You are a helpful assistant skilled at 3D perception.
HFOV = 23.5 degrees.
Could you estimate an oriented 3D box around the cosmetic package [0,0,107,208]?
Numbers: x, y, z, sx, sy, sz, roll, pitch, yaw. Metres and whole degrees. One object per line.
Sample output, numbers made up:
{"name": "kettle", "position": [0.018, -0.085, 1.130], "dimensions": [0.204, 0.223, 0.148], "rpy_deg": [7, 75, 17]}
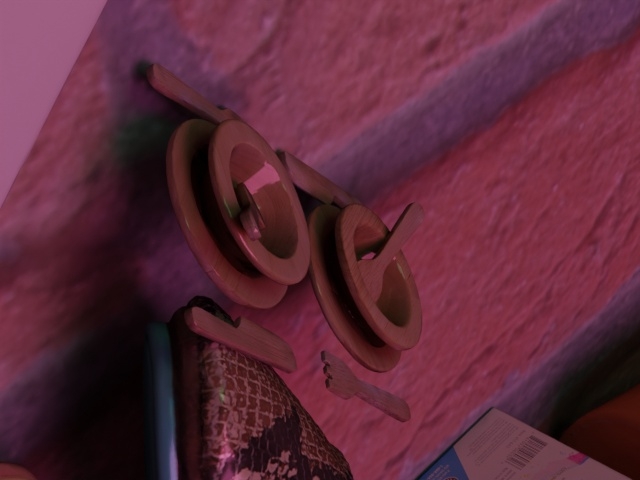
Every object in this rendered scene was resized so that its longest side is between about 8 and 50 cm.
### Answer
{"name": "cosmetic package", "position": [-0.230, 0.015, 0.411], "dimensions": [0.197, 0.155, 0.365], "rpy_deg": [25, 93, -51]}

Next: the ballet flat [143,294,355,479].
{"name": "ballet flat", "position": [-0.026, 0.248, 0.759], "dimensions": [0.182, 0.164, 0.482], "rpy_deg": [6, 113, -11]}

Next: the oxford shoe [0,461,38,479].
{"name": "oxford shoe", "position": [-0.143, 0.287, 0.671], "dimensions": [0.140, 0.146, 0.397], "rpy_deg": [-13, 120, -43]}

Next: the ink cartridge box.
{"name": "ink cartridge box", "position": [0.137, 0.186, 0.937], "dimensions": [0.092, 0.143, 0.090], "rpy_deg": [-38, 135, -28]}

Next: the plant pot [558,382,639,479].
{"name": "plant pot", "position": [0.284, 0.195, 1.030], "dimensions": [0.203, 0.291, 0.291], "rpy_deg": [-7, 117, -28]}

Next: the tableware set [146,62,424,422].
{"name": "tableware set", "position": [0.000, 0.000, 0.694], "dimensions": [0.039, 0.128, 0.194], "rpy_deg": [-24, 151, 23]}
